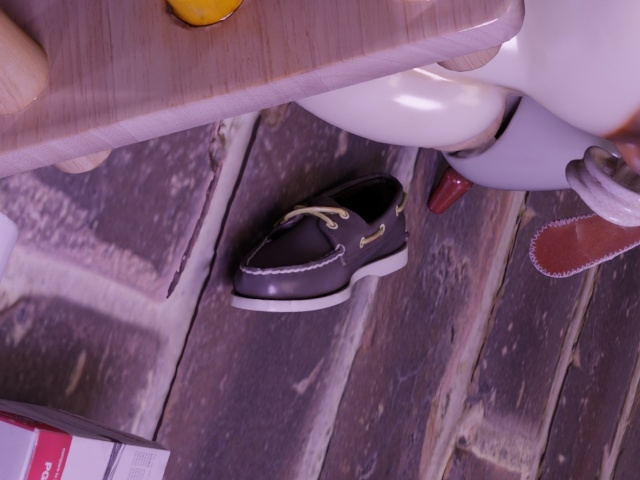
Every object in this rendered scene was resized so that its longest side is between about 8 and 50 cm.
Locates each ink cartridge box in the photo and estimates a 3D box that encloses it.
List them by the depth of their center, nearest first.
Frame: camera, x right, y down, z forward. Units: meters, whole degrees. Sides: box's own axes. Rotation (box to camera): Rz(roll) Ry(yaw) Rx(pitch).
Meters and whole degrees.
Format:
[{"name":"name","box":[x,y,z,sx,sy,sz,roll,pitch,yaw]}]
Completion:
[{"name":"ink cartridge box","box":[-0.166,0.127,0.973,0.135,0.099,0.056,23,82,-60]}]

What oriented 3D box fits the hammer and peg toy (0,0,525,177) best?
[{"name":"hammer and peg toy","box":[-0.065,-0.215,0.752,0.127,0.266,0.361,45,33,-63]}]

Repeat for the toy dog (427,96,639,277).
[{"name":"toy dog","box":[0.199,-0.040,1.371,0.220,0.333,0.161,0,122,-35]}]

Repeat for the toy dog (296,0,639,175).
[{"name":"toy dog","box":[0.090,-0.161,0.974,0.395,0.408,0.284,29,78,-60]}]

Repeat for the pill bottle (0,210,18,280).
[{"name":"pill bottle","box":[-0.251,0.097,0.750,0.161,0.161,0.283,40,67,-58]}]

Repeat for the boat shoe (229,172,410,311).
[{"name":"boat shoe","box":[0.000,0.000,1.234,0.228,0.081,0.068,-26,122,-63]}]
